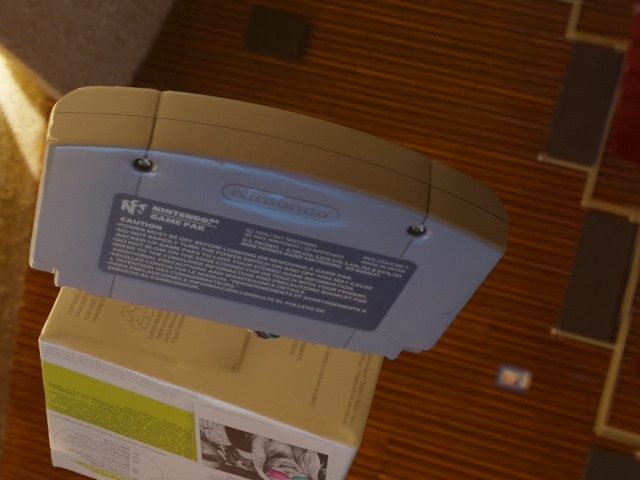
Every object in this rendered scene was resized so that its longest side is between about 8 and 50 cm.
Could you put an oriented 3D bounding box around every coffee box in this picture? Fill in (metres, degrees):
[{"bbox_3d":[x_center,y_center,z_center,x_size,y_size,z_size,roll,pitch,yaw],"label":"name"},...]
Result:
[{"bbox_3d":[-0.100,0.106,1.382,0.334,0.338,0.337,104,-176,-56],"label":"coffee box"}]

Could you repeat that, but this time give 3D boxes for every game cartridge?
[{"bbox_3d":[-0.038,-0.008,0.798,0.198,0.297,0.062,116,164,-50],"label":"game cartridge"}]

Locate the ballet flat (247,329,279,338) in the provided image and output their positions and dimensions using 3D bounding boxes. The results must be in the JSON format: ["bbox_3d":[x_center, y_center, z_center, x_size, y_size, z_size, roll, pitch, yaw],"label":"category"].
[{"bbox_3d":[0.000,0.000,1.032,0.206,0.067,0.073,-39,-38,-24],"label":"ballet flat"}]
